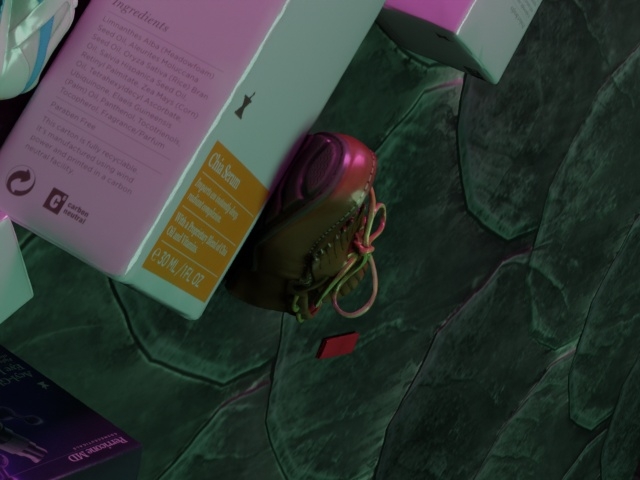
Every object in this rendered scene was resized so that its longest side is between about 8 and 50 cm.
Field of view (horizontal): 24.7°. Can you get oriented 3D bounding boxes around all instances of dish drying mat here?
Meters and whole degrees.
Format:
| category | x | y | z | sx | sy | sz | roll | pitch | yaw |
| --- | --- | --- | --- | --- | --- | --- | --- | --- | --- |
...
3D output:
| category | x | y | z | sx | sy | sz | roll | pitch | yaw |
| --- | --- | --- | --- | --- | --- | --- | --- | --- | --- |
| dish drying mat | 0.024 | 0.141 | 1.961 | 0.083 | 0.008 | 0.032 | -6 | 121 | -57 |

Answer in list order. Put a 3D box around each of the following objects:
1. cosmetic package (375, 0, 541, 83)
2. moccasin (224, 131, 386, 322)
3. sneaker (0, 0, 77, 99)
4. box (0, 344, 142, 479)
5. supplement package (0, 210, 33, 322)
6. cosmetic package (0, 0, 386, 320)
| category | x | y | z | sx | sy | sz | roll | pitch | yaw |
| --- | --- | --- | --- | --- | --- | --- | --- | --- | --- |
| cosmetic package | 0.158 | -0.303 | 1.645 | 0.183 | 0.151 | 0.151 | -61 | 151 | -3 |
| moccasin | -0.001 | 0.003 | 1.502 | 0.139 | 0.147 | 0.380 | -64 | -177 | -28 |
| sneaker | -0.235 | -0.220 | 1.166 | 0.092 | 0.087 | 0.228 | -11 | 131 | -63 |
| box | -0.287 | 0.196 | 1.299 | 0.153 | 0.207 | 0.108 | -17 | 128 | -52 |
| supplement package | -0.341 | 0.044 | 1.189 | 0.179 | 0.105 | 0.105 | -42 | 145 | -30 |
| cosmetic package | -0.090 | -0.172 | 1.312 | 0.453 | 0.162 | 0.230 | -60 | 164 | -4 |
